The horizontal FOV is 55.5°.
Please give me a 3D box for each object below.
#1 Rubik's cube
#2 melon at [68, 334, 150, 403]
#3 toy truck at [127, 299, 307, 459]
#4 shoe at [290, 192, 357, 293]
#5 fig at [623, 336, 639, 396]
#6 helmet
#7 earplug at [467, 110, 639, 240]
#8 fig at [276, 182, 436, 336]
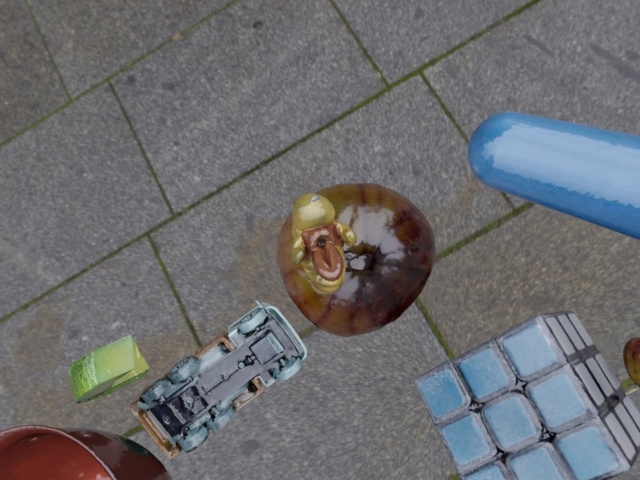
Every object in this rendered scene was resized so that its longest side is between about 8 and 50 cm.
[{"bbox_3d":[0.424,0.337,1.224,0.305,0.304,0.300,-37,67,25],"label":"Rubik's cube"},{"bbox_3d":[-0.320,0.193,0.918,0.118,0.209,0.064,-23,82,-23],"label":"melon"},{"bbox_3d":[-0.181,0.239,1.112,0.305,0.162,0.136,-36,99,-6],"label":"toy truck"},{"bbox_3d":[0.003,0.002,0.666,0.072,0.069,0.108,3,77,-7],"label":"shoe"},{"bbox_3d":[0.642,0.256,1.208,0.089,0.089,0.125,18,83,16],"label":"fig"},{"bbox_3d":[-0.334,0.430,0.864,0.338,0.230,0.384,38,101,21],"label":"helmet"},{"bbox_3d":[0.327,-0.092,0.789,0.273,0.132,0.132,18,81,15],"label":"earplug"},{"bbox_3d":[0.054,0.028,0.902,0.214,0.235,0.234,5,73,59],"label":"fig"}]
